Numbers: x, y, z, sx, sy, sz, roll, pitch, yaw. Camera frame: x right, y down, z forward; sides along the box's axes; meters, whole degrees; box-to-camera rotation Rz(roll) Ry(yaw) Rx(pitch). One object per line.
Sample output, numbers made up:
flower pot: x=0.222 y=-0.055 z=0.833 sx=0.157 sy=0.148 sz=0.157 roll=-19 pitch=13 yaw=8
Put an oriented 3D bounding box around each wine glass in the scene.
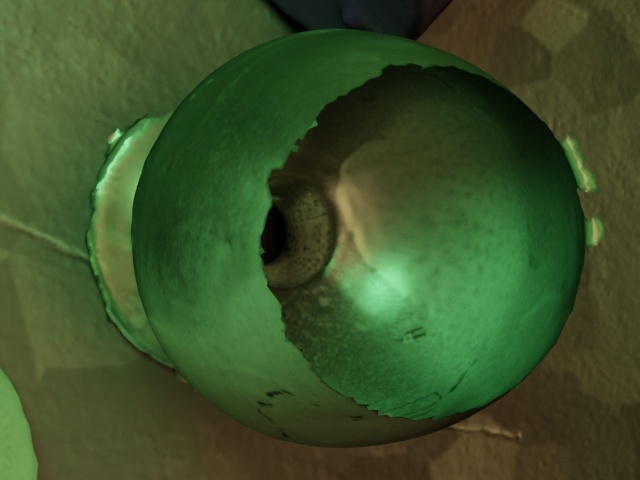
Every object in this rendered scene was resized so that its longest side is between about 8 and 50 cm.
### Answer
wine glass: x=0.000 y=0.000 z=0.880 sx=0.238 sy=0.323 sz=0.238 roll=-1 pitch=94 yaw=-21

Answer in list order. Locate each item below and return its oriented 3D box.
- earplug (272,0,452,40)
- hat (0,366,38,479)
earplug: x=0.125 y=-0.337 z=0.993 sx=0.456 sy=0.215 sz=0.215 roll=-45 pitch=106 yaw=-19
hat: x=-0.297 y=0.118 z=0.843 sx=0.301 sy=0.168 sz=0.258 roll=27 pitch=82 yaw=-20
